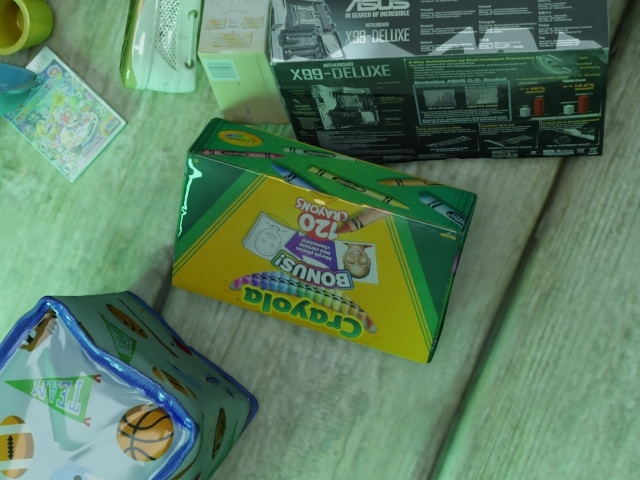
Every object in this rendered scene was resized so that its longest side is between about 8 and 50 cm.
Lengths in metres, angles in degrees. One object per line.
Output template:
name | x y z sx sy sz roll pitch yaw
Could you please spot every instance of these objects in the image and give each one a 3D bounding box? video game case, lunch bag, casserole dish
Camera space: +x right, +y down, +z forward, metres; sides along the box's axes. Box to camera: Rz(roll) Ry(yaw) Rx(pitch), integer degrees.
video game case | -0.276 -0.134 1.738 0.122 0.011 0.087 43 94 7
lunch bag | -0.262 0.258 1.572 0.239 0.328 0.385 41 92 8
casserole dish | -0.386 -0.163 1.703 0.188 0.114 0.037 13 113 16

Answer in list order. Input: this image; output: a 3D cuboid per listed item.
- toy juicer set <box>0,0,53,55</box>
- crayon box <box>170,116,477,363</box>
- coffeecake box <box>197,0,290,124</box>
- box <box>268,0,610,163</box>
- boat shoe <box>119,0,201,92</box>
toy juicer set | -0.347 -0.372 1.687 0.209 0.089 0.329 -38 82 25
crayon box | 0.000 0.000 1.626 0.278 0.081 0.165 16 125 7
coffeecake box | -0.065 -0.228 1.615 0.068 0.142 0.185 0 65 10
box | 0.118 -0.154 1.566 0.308 0.242 0.076 -2 69 8
boat shoe | -0.138 -0.287 1.686 0.096 0.098 0.277 9 101 -14
